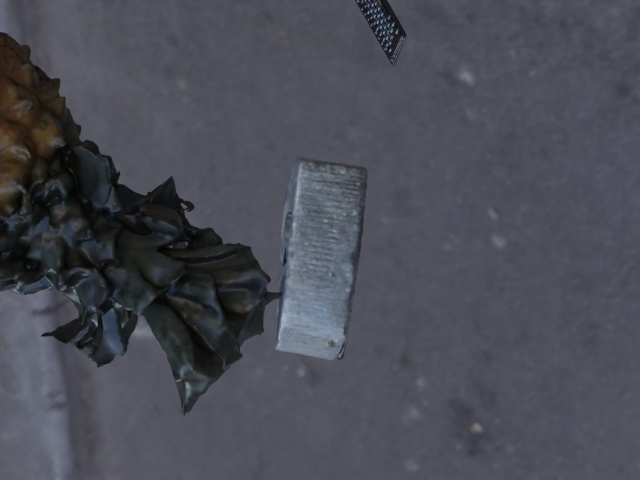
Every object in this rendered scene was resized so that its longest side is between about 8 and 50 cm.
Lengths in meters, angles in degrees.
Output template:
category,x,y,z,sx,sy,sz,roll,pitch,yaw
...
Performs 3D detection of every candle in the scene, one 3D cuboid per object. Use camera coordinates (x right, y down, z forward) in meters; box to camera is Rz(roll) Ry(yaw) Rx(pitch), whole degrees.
category,x,y,z,sx,sy,sz,roll,pitch,yaw
candle,0.000,0.000,1.274,0.068,0.192,0.168,7,128,-6

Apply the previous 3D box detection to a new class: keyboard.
category,x,y,z,sx,sy,sz,roll,pitch,yaw
keyboard,0.053,-0.307,1.795,0.198,0.010,0.063,63,156,22

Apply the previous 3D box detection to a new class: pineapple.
category,x,y,z,sx,sy,sz,roll,pitch,yaw
pineapple,-0.138,-0.013,0.741,0.248,0.128,0.128,38,140,-2

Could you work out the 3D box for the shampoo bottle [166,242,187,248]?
category,x,y,z,sx,sy,sz,roll,pitch,yaw
shampoo bottle,-0.307,0.032,2.085,0.236,0.067,0.068,-5,89,13
